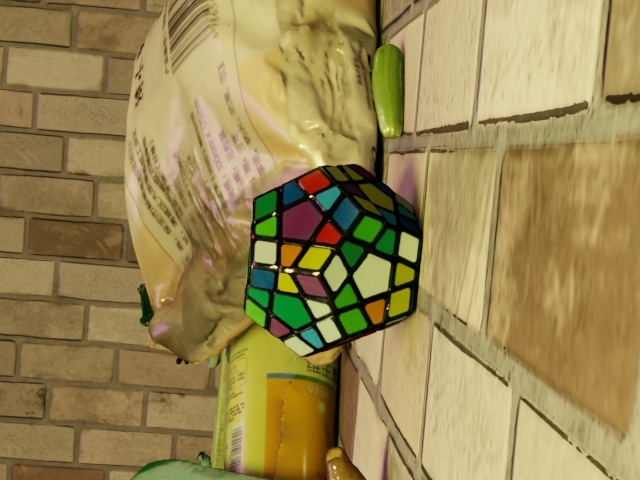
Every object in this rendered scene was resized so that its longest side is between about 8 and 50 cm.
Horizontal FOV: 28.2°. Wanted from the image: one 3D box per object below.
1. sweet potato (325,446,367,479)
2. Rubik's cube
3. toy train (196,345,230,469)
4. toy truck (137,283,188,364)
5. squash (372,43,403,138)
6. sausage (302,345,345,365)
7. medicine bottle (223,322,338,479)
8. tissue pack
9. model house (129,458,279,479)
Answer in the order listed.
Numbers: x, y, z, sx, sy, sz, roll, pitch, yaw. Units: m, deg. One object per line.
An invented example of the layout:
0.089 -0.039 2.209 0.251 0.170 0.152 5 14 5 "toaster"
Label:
0.011 0.268 0.858 0.069 0.059 0.249 -22 57 44 "sweet potato"
0.007 0.012 0.844 0.133 0.112 0.133 -176 90 -88 "Rubik's cube"
-0.075 0.238 1.603 0.253 0.160 0.397 -134 49 -75 "toy train"
-0.094 0.030 1.497 0.259 0.088 0.121 -40 29 14 "toy truck"
0.052 -0.116 0.983 0.027 0.027 0.089 100 172 -54 "squash"
0.001 0.001 1.331 0.066 0.065 0.301 99 175 -50 "sausage"
-0.040 0.170 1.332 0.124 0.124 0.239 101 173 -61 "medicine bottle"
-0.077 -0.111 1.270 0.390 0.195 0.375 -40 44 48 "tissue pack"
-0.091 0.382 1.191 0.230 0.280 0.249 -46 -54 -37 "model house"
